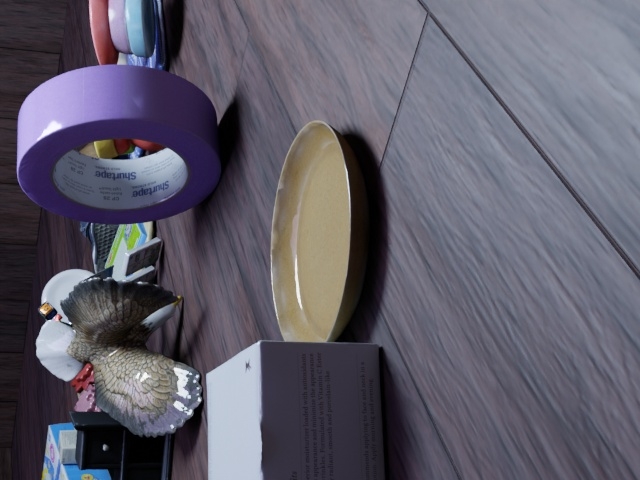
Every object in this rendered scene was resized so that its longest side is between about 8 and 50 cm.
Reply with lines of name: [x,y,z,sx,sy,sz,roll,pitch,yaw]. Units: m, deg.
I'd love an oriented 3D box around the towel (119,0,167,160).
towel: [-0.347,-0.299,2.092,0.336,0.040,0.243,118,148,-49]

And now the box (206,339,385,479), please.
box: [-0.028,0.196,1.016,0.182,0.119,0.181,143,128,-65]

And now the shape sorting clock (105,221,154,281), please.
shape sorting clock: [-0.343,0.022,2.018,0.206,0.040,0.206,-31,53,54]

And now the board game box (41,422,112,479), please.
board game box: [-0.483,0.575,2.199,0.308,0.086,0.302,51,134,50]

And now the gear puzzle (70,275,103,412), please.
gear puzzle: [-0.406,0.179,2.035,0.175,0.044,0.339,-37,43,18]

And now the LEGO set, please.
LEGO set: [-0.382,0.098,1.855,0.060,0.244,0.182,37,132,22]

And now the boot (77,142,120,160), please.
boot: [-0.458,-0.166,2.213,0.305,0.115,0.112,-111,8,-75]

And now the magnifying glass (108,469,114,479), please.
magnifying glass: [-0.454,0.514,2.288,0.231,0.026,0.092,153,118,-65]

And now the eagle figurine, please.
eagle figurine: [-0.297,0.152,1.676,0.225,0.226,0.298,-65,16,1]

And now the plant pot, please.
plant pot: [0.000,0.000,1.098,0.236,0.032,0.236,-176,90,-70]

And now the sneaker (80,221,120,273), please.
sneaker: [-0.427,-0.057,2.206,0.226,0.086,0.163,110,151,-42]

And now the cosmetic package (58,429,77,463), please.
cosmetic package: [-0.452,0.403,2.160,0.060,0.115,0.041,-118,36,-57]

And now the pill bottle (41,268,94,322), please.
pill bottle: [-0.500,0.162,2.286,0.229,0.131,0.131,106,160,-63]

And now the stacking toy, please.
stacking toy: [-0.305,-0.284,1.897,0.279,0.130,0.308,87,-179,-87]

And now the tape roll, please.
tape roll: [-0.277,-0.126,1.524,0.275,0.275,0.090,124,145,-55]

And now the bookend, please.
bookend: [-0.318,0.353,1.738,0.072,0.157,0.156,-157,73,-69]
